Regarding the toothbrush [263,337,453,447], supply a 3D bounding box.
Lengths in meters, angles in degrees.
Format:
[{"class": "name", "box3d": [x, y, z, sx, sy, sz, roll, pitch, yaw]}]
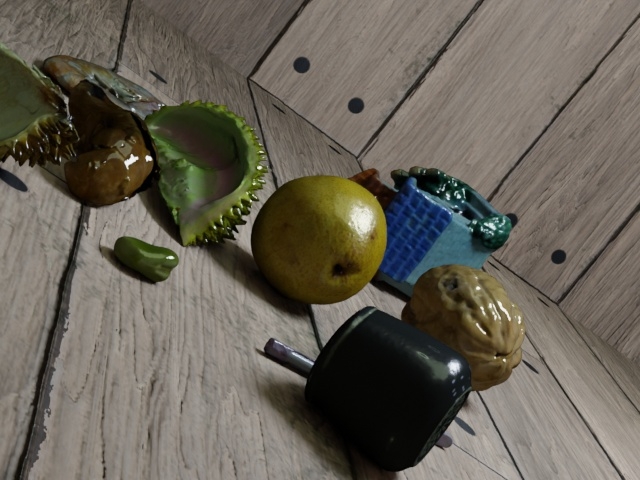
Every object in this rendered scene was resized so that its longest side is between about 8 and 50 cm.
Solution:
[{"class": "toothbrush", "box3d": [0.057, 0.209, 1.769, 0.354, 0.024, 0.029, 31, 7, -33]}]

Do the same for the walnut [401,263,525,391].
[{"class": "walnut", "box3d": [0.240, 0.142, 2.188, 0.198, 0.198, 0.245, 31, 8, -33]}]

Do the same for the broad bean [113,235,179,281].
[{"class": "broad bean", "box3d": [-0.216, 0.021, 1.610, 0.083, 0.045, 0.063, 25, 14, -24]}]

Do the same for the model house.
[{"class": "model house", "box3d": [0.138, -0.047, 2.558, 0.329, 0.251, 0.295, 20, 20, -41]}]

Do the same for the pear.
[{"class": "pear", "box3d": [0.000, 0.000, 1.965, 0.209, 0.209, 0.209, 37, 11, -8]}]

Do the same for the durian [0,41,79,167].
[{"class": "durian", "box3d": [-0.403, -0.170, 1.540, 0.252, 0.139, 0.144, 39, 15, 1]}]

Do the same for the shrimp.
[{"class": "shrimp", "box3d": [-0.331, -0.229, 2.229, 0.317, 0.062, 0.164, 28, 19, -27]}]

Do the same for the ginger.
[{"class": "ginger", "box3d": [-0.293, -0.129, 1.830, 0.133, 0.107, 0.309, 11, 20, -14]}]

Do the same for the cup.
[{"class": "cup", "box3d": [0.080, 0.193, 1.627, 0.176, 0.169, 0.223, 33, -25, 12]}]

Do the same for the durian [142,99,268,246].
[{"class": "durian", "box3d": [-0.186, -0.116, 1.994, 0.169, 0.157, 0.355, 10, 25, -33]}]
